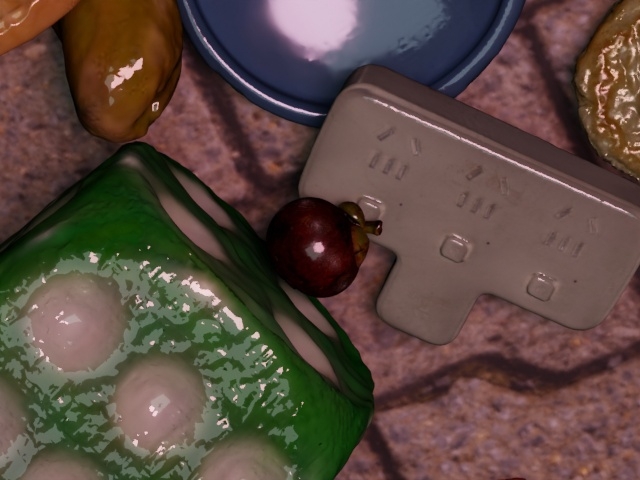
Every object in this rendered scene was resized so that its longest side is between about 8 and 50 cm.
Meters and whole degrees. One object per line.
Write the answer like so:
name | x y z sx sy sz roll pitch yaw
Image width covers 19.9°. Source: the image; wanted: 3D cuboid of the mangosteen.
mangosteen | -0.003 0.002 1.387 0.081 0.081 0.081 1 102 3

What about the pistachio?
pistachio | -0.153 -0.164 1.396 0.100 0.189 0.110 4 141 -27

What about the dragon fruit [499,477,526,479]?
dragon fruit | 0.102 0.274 1.526 0.192 0.122 0.092 -28 60 12

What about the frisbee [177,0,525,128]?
frisbee | 0.022 -0.229 1.418 0.290 0.049 0.289 0 107 -1

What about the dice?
dice | -0.149 0.117 1.377 0.287 0.300 0.297 -42 97 8

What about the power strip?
power strip | 0.109 -0.006 1.427 0.265 0.059 0.193 24 124 -1

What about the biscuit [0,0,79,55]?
biscuit | -0.274 -0.213 1.381 0.309 0.204 0.040 -21 144 8

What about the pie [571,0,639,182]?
pie | 0.325 -0.111 1.408 0.248 0.090 0.201 34 100 -2
